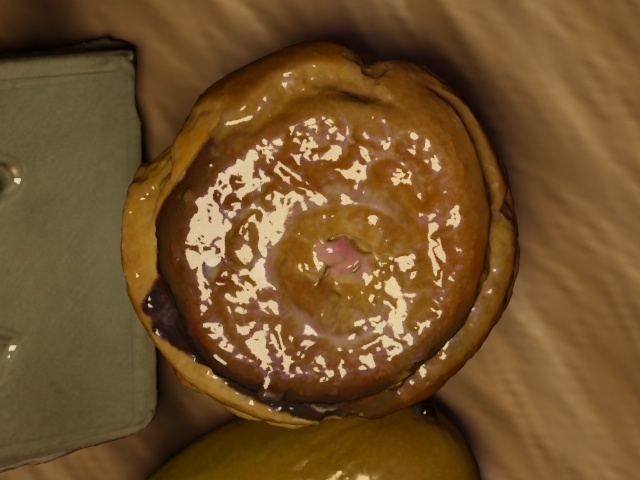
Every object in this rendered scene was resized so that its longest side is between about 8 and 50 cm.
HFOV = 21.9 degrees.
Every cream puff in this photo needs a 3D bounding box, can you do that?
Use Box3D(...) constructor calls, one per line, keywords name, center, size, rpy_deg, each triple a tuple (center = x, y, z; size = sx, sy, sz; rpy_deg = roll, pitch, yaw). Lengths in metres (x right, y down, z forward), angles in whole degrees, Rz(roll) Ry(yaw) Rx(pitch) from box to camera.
Box3D(name="cream puff", center=(0.000, 0.000, 0.769), size=(0.189, 0.129, 0.189), rpy_deg=(0, 101, -1))

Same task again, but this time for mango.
Box3D(name="mango", center=(-0.029, 0.157, 0.843), size=(0.237, 0.091, 0.137), rpy_deg=(-21, 99, 11))

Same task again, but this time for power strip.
Box3D(name="power strip", center=(-0.179, 0.010, 0.808), size=(0.198, 0.064, 0.213), rpy_deg=(-9, 108, -29))
